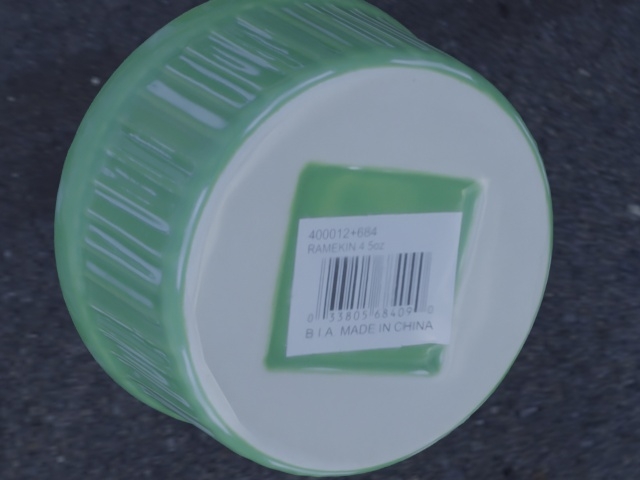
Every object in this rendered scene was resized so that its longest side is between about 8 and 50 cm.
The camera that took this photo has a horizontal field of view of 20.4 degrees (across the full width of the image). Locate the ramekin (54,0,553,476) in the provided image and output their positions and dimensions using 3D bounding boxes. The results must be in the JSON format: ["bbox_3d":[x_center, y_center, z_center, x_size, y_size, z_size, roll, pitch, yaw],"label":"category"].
[{"bbox_3d":[0.000,0.000,1.118,0.148,0.303,0.303,31,101,56],"label":"ramekin"}]
